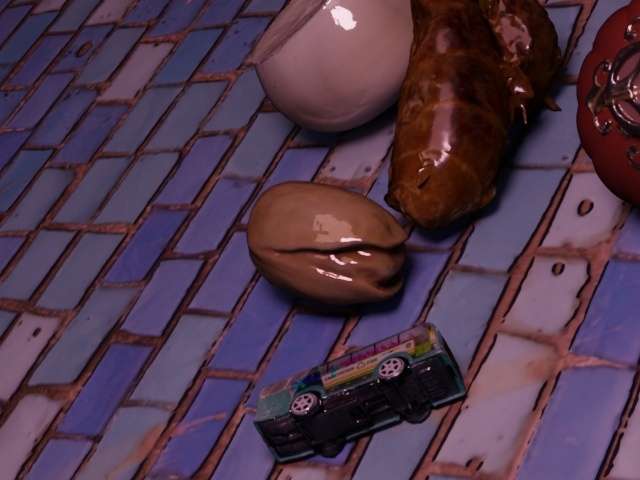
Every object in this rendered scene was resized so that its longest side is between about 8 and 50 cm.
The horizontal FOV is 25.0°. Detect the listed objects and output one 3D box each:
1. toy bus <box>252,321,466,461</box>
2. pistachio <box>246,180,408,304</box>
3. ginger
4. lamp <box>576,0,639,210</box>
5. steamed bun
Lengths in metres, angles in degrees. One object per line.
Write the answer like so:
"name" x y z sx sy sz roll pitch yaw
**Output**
"toy bus" 0.046 0.188 1.782 0.262 0.091 0.109 -22 30 13
"pistachio" 0.000 0.000 1.983 0.182 0.162 0.293 -12 16 -38
"ginger" 0.222 -0.192 2.021 0.176 0.254 0.418 126 159 -59
"lamp" 0.453 -0.168 1.737 0.303 0.257 0.303 -5 82 39
"steamed bun" 0.053 -0.306 2.243 0.324 0.206 0.324 -45 15 16
